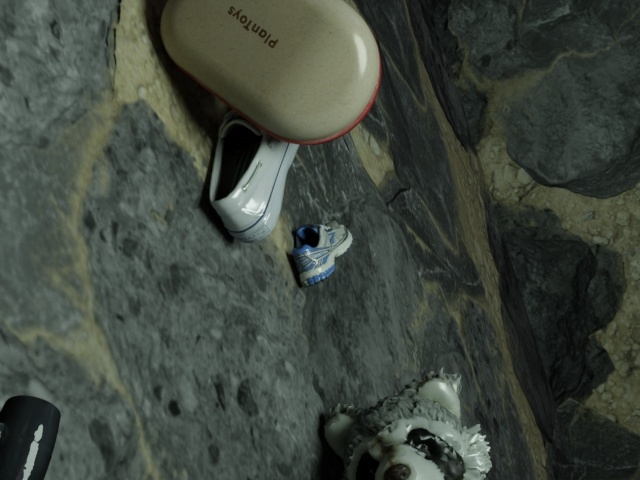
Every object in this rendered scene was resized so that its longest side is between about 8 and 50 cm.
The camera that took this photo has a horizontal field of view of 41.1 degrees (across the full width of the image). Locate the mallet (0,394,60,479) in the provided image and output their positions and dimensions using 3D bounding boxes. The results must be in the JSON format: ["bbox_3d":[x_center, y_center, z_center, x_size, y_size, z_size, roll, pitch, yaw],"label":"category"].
[{"bbox_3d":[-0.224,0.095,0.470,0.189,0.039,0.062,40,41,-45],"label":"mallet"}]

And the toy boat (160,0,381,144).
[{"bbox_3d":[-0.042,-0.198,0.888,0.231,0.151,0.151,38,8,9],"label":"toy boat"}]

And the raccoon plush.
[{"bbox_3d":[0.118,0.354,0.997,0.446,0.216,0.299,92,-20,-59],"label":"raccoon plush"}]

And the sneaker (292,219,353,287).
[{"bbox_3d":[0.000,0.000,1.043,0.058,0.052,0.135,61,24,-17],"label":"sneaker"}]

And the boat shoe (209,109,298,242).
[{"bbox_3d":[-0.070,-0.108,0.910,0.076,0.083,0.226,51,32,-45],"label":"boat shoe"}]
